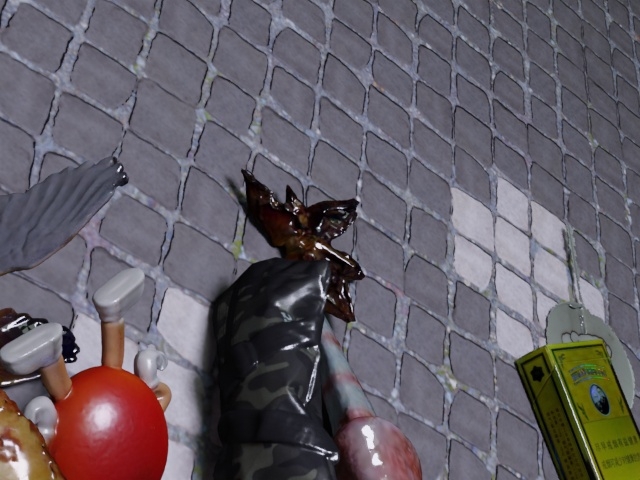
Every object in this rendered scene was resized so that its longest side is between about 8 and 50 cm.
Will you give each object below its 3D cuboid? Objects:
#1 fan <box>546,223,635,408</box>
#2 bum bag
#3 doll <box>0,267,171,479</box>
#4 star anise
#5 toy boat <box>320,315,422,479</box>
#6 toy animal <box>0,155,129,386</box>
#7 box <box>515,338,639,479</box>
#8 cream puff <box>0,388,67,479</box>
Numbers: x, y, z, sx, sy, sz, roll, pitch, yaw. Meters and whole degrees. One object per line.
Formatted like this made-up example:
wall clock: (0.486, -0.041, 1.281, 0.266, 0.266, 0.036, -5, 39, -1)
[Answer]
fan: (0.386, 0.116, 1.730, 0.191, 0.009, 0.329, 19, 53, -33)
bum bag: (-0.047, 0.158, 1.143, 0.095, 0.144, 0.340, 35, 41, -40)
doll: (-0.188, 0.152, 1.014, 0.183, 0.085, 0.217, -37, 122, -46)
star anise: (-0.002, 0.002, 1.376, 0.157, 0.053, 0.212, -13, 71, -49)
toy boat: (0.029, 0.182, 1.231, 0.206, 0.096, 0.282, 67, -2, -55)
toy animal: (-0.351, -0.021, 0.978, 0.302, 0.225, 0.284, -25, 63, -40)
box: (0.358, 0.245, 1.565, 0.141, 0.064, 0.220, 1, 61, -43)
cream puff: (-0.297, 0.202, 0.826, 0.240, 0.164, 0.240, 10, 64, -22)
